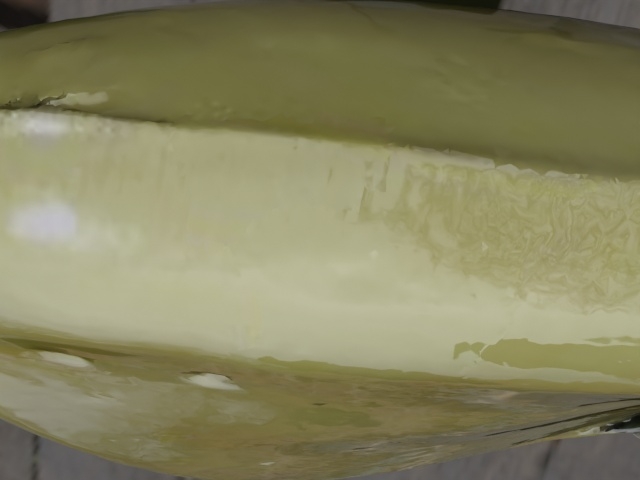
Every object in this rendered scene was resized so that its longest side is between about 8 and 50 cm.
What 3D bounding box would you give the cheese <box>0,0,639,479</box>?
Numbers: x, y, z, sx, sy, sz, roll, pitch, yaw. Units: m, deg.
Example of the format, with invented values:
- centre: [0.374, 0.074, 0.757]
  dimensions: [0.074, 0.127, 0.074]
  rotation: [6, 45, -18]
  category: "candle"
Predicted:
- centre: [0.000, 0.000, 0.557]
  dimensions: [0.315, 0.128, 0.259]
  rotation: [3, 164, -13]
  category: "cheese"
